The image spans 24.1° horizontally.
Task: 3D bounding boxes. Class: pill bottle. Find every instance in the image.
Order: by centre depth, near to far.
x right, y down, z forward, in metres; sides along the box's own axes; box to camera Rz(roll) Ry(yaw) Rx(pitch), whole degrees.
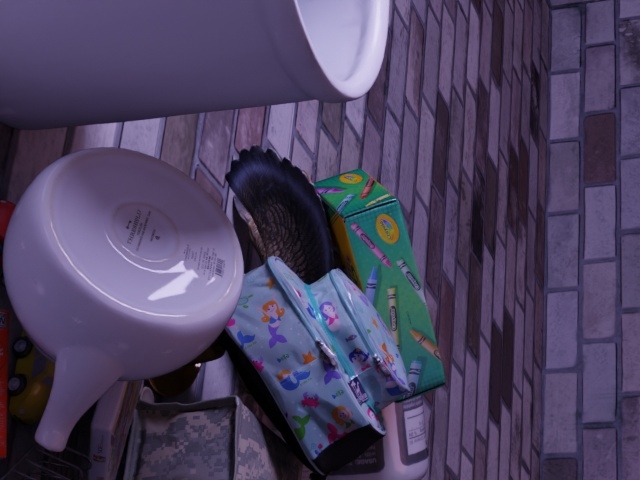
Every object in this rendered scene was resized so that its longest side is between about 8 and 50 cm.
[{"bbox_3d":[0.054,0.264,2.240,0.204,0.204,0.361,-7,92,-70],"label":"pill bottle"}]

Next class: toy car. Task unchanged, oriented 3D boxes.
[{"bbox_3d":[-0.276,0.064,1.627,0.225,0.053,0.239,-21,104,-69],"label":"toy car"}]

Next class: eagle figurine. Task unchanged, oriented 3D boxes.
[{"bbox_3d":[-0.054,0.042,2.048,0.225,0.226,0.298,26,64,-43],"label":"eagle figurine"}]

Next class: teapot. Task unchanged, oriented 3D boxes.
[{"bbox_3d":[-0.211,0.042,1.490,0.256,0.187,0.252,-18,66,-45],"label":"teapot"}]

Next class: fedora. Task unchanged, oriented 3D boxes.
[{"bbox_3d":[-0.165,0.104,1.877,0.194,0.079,0.194,-6,90,-69],"label":"fedora"}]

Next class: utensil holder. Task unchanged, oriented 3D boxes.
[{"bbox_3d":[-0.159,-0.282,1.558,0.327,0.385,0.327,-6,90,-69],"label":"utensil holder"}]

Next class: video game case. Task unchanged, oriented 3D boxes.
[{"bbox_3d":[-0.214,0.160,1.637,0.206,0.026,0.227,105,-2,-52],"label":"video game case"}]

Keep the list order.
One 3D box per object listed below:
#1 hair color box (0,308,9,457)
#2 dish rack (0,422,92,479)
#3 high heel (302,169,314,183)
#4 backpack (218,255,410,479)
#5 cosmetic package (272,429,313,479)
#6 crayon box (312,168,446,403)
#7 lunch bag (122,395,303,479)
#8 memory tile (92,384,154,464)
[{"bbox_3d":[-0.336,0.136,1.422,0.043,0.072,0.141,24,62,-66],"label":"hair color box"},{"bbox_3d":[-0.278,0.294,1.442,0.271,0.074,0.208,-50,156,-64],"label":"dish rack"},{"bbox_3d":[0.000,0.000,2.293,0.117,0.082,0.244,57,8,-35],"label":"high heel"},{"bbox_3d":[-0.013,0.136,1.835,0.253,0.191,0.225,50,4,-3],"label":"backpack"},{"bbox_3d":[-0.040,0.370,1.939,0.085,0.117,0.231,-2,51,-34],"label":"cosmetic package"},{"bbox_3d":[0.077,0.059,2.019,0.165,0.081,0.278,-134,-154,-67],"label":"crayon box"},{"bbox_3d":[-0.132,0.357,1.769,0.235,0.169,0.287,52,37,-58],"label":"lunch bag"},{"bbox_3d":[-0.238,0.181,1.757,0.113,0.012,0.148,-74,151,-43],"label":"memory tile"}]
